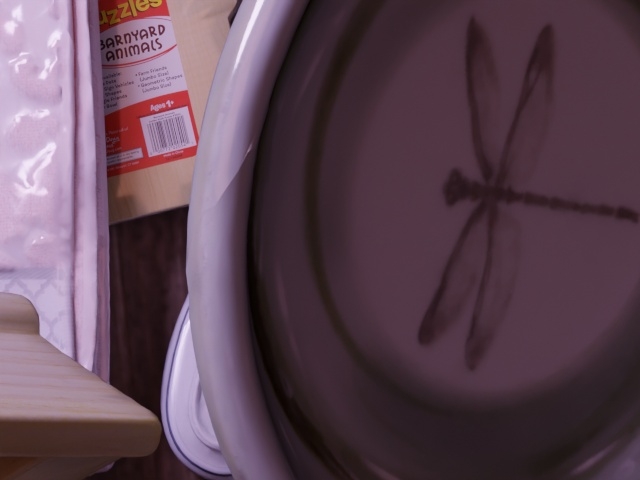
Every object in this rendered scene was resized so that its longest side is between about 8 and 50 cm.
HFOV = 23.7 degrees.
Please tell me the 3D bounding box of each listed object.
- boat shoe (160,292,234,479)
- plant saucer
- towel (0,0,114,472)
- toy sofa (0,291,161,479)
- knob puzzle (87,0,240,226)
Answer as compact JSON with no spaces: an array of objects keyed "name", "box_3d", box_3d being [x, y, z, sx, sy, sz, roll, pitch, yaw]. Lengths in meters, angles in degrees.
[{"name":"boat shoe","box_3d":[0.000,0.000,0.739,0.095,0.084,0.258,27,85,0]},{"name":"plant saucer","box_3d":[0.100,-0.017,0.686,0.400,0.100,0.401,-8,105,-32]},{"name":"towel","box_3d":[-0.269,-0.034,0.732,0.331,0.053,0.317,-4,87,3]},{"name":"toy sofa","box_3d":[-0.215,0.190,0.598,0.177,0.150,0.363,28,103,42]},{"name":"knob puzzle","box_3d":[-0.132,-0.099,0.766,0.213,0.030,0.213,0,88,4]}]
